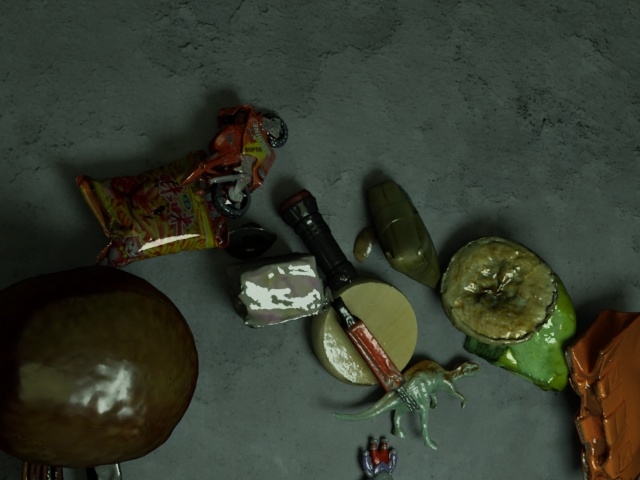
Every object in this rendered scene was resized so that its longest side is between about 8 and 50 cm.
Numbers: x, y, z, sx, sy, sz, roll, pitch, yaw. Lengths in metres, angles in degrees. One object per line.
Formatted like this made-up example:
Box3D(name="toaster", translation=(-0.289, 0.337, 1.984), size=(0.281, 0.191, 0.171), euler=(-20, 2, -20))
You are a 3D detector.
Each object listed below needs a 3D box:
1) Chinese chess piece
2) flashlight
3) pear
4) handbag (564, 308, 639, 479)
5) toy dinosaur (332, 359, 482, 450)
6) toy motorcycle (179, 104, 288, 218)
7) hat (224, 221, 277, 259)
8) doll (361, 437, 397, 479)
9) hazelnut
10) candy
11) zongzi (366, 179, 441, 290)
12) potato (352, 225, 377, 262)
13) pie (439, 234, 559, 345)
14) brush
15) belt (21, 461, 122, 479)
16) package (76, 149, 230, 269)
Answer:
Box3D(name="Chinese chess piece", translation=(0.100, 0.208, 1.450), size=(0.250, 0.097, 0.251), euler=(0, 89, -18))
Box3D(name="flashlight", translation=(0.000, 0.000, 1.399), size=(0.093, 0.093, 0.232), euler=(-31, 79, -15))
Box3D(name="pear", translation=(0.528, 0.206, 1.545), size=(0.286, 0.176, 0.282), euler=(27, 79, -16))
Box3D(name="handbag", translation=(0.722, 0.396, 1.548), size=(0.303, 0.116, 0.410), euler=(-24, 107, -40))
Box3D(name="toy dinosaur", translation=(0.202, 0.384, 1.480), size=(0.392, 0.092, 0.206), euler=(2, 89, -16))
Box3D(name="toy motorcycle", translation=(-0.177, -0.186, 1.356), size=(0.171, 0.089, 0.298), euler=(41, 54, -24))
Box3D(name="hat", translation=(-0.157, -0.009, 1.396), size=(0.121, 0.121, 0.050), euler=(2, 49, -17))
Box3D(name="doll", translation=(0.139, 0.579, 1.466), size=(0.102, 0.075, 0.228), euler=(9, 74, -26))
Box3D(name="hazelnut", translation=(-0.432, 0.212, 1.130), size=(0.420, 0.421, 0.353), euler=(1, 112, -17))
Box3D(name="candy", translation=(-0.094, 0.103, 1.350), size=(0.195, 0.185, 0.137), euler=(-12, 96, -17))
Box3D(name="zongzi", translation=(0.215, -0.007, 1.503), size=(0.115, 0.256, 0.228), euler=(-29, 56, 21))
Box3D(name="potato", translation=(0.107, 0.005, 1.489), size=(0.037, 0.036, 0.093), euler=(29, 81, -16))
Box3D(name="pie", translation=(0.410, 0.113, 1.460), size=(0.274, 0.055, 0.274), euler=(-6, 65, 13))
Box3D(name="brush", translation=(0.119, 0.257, 1.370), size=(0.051, 0.070, 0.323), euler=(-39, 102, -11))
Box3D(name="belt", translation=(-0.492, 0.472, 1.258), size=(0.184, 0.105, 0.261), euler=(-2, 88, -19))
Box3D(name="package", translation=(-0.349, -0.062, 1.318), size=(0.288, 0.108, 0.223), euler=(-13, 87, -27))
